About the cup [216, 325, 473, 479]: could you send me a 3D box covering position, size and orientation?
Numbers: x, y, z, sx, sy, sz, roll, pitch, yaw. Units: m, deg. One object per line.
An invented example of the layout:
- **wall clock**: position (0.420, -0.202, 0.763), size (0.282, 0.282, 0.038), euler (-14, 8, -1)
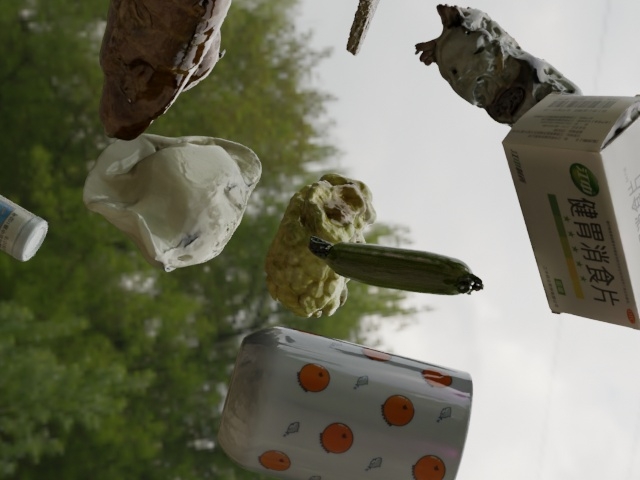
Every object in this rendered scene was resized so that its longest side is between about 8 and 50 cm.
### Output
- **cup**: position (0.028, 0.243, 1.831), size (0.212, 0.317, 0.212), euler (-165, -90, -86)

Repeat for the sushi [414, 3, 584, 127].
- **sushi**: position (0.304, -0.247, 2.108), size (0.124, 0.332, 0.130), euler (-55, 173, 26)

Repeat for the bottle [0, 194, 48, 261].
- **bottle**: position (-0.432, -0.051, 1.604), size (0.060, 0.217, 0.060), euler (-58, 172, -12)

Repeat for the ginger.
- **ginger**: position (-0.227, -0.350, 2.065), size (0.254, 0.176, 0.418), euler (-59, 178, -40)

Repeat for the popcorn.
- **popcorn**: position (0.000, 0.000, 2.468), size (0.225, 0.173, 0.286), euler (78, 35, -80)

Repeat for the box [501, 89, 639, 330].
- **box**: position (0.405, -0.047, 1.952), size (0.173, 0.145, 0.333), euler (10, -49, 43)

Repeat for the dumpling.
- **dumpling**: position (-0.249, -0.074, 2.184), size (0.242, 0.318, 0.187), euler (32, -49, 10)

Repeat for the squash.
- **squash**: position (0.127, 0.043, 2.138), size (0.318, 0.071, 0.080), euler (11, -34, 29)

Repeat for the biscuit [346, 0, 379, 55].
- **biscuit**: position (0.087, -0.402, 2.076), size (0.131, 0.026, 0.237), euler (-36, 150, -80)
